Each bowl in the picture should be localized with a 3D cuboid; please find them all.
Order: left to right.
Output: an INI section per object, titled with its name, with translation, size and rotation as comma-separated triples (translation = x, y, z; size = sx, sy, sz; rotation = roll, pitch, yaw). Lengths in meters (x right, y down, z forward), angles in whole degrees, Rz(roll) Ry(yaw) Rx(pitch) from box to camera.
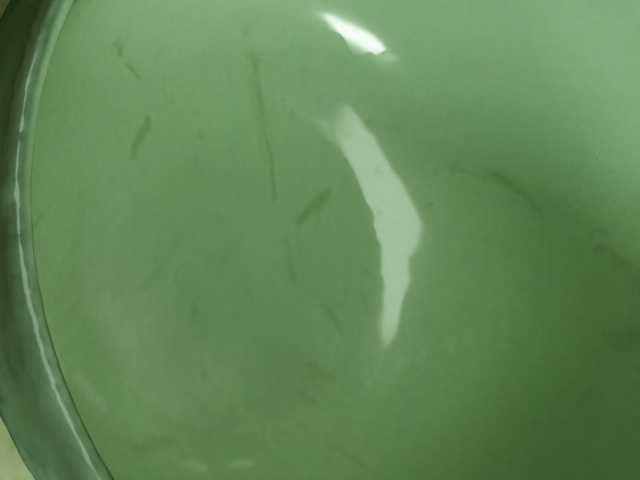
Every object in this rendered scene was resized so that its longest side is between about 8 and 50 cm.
[bowl]
translation = 0.000, 0.000, 0.591
size = 0.307, 0.163, 0.307
rotation = 3, 85, -31
